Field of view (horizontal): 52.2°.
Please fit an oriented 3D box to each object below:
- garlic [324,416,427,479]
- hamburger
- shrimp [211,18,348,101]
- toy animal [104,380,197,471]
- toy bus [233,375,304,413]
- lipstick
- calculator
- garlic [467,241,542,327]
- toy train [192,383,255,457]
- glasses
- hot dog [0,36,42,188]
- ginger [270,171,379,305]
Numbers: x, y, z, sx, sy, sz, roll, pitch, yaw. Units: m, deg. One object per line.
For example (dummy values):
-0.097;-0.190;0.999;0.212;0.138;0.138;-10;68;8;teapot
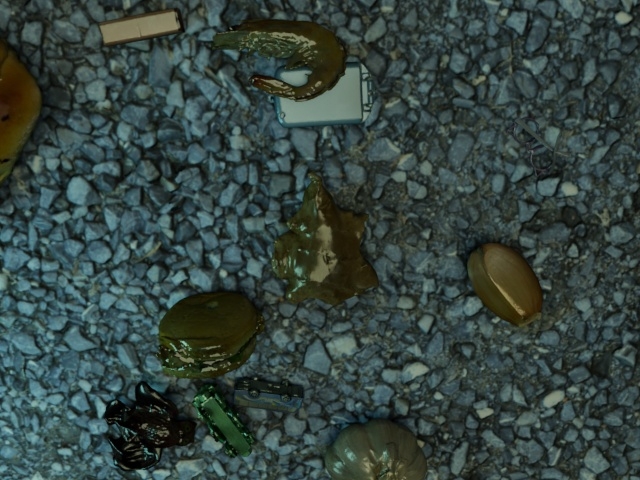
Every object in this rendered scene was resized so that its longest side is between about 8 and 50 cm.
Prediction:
0.125;0.497;1.428;0.227;0.152;0.228;-2;111;-5;garlic
-0.214;0.195;1.303;0.215;0.189;0.122;-10;116;-4;hamburger
-0.074;-0.331;1.205;0.253;0.058;0.173;-3;75;-6;shrimp
-0.361;0.393;1.400;0.179;0.116;0.219;9;109;-33;toy animal
-0.114;0.335;1.417;0.152;0.051;0.061;11;117;-8;toy bus
-0.327;-0.392;1.200;0.145;0.045;0.045;-12;108;-2;lipstick
0.001;-0.281;1.261;0.210;0.039;0.121;-5;104;-3;calculator
0.369;0.079;1.357;0.207;0.128;0.115;49;140;-12;garlic
-0.205;0.381;1.392;0.071;0.104;0.178;-35;105;-7;toy train
0.442;-0.181;1.290;0.062;0.104;0.140;-36;108;4;glasses
-0.690;-0.230;1.146;0.367;0.196;0.365;37;96;-15;hot dog
0.000;0.000;1.300;0.218;0.123;0.270;-17;96;-3;ginger
